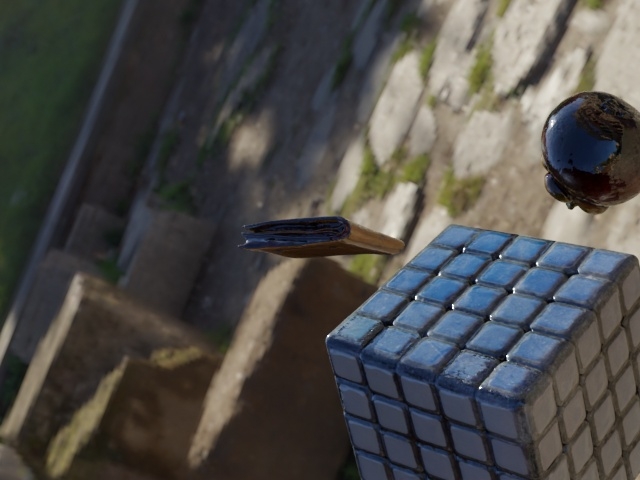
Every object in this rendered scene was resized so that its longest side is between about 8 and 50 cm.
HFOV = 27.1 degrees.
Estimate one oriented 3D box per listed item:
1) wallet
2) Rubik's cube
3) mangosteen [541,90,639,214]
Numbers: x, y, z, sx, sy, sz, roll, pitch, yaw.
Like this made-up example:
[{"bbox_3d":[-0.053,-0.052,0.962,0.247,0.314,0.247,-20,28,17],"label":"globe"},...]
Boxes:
[{"bbox_3d":[0.000,-0.003,1.940,0.195,0.161,0.042,-4,81,32],"label":"wallet"},{"bbox_3d":[0.179,0.149,1.310,0.236,0.238,0.237,12,41,41],"label":"Rubik's cube"},{"bbox_3d":[0.285,-0.085,1.394,0.140,0.140,0.140,-55,21,33],"label":"mangosteen"}]
